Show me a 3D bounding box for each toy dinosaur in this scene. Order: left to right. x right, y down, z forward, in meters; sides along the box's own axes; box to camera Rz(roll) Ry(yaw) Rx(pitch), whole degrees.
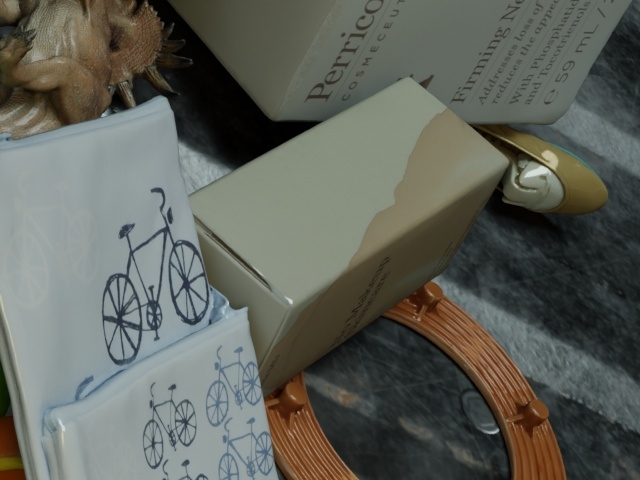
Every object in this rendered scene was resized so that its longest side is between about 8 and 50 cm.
[{"bbox_3d":[-0.202,-0.135,1.499,0.296,0.127,0.200,-65,147,-36],"label":"toy dinosaur"}]

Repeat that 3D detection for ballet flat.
[{"bbox_3d":[0.173,-0.075,1.844,0.232,0.080,0.073,29,45,-4],"label":"ballet flat"}]

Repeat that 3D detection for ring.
[{"bbox_3d":[0.080,0.141,1.555,0.336,0.032,0.336,26,38,-22],"label":"ring"}]

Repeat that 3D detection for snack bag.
[{"bbox_3d":[-0.112,0.080,1.188,0.323,0.037,0.342,-28,107,-70],"label":"snack bag"}]

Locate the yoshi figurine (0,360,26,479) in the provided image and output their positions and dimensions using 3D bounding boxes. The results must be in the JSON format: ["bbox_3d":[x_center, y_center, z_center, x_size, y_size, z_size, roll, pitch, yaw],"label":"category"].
[{"bbox_3d":[-0.199,0.044,1.256,0.203,0.203,0.362,31,32,-39],"label":"yoshi figurine"}]

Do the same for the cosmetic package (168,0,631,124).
[{"bbox_3d":[0.077,-0.327,1.722,0.393,0.329,0.327,-3,43,-43],"label":"cosmetic package"}]

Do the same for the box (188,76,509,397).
[{"bbox_3d":[0.000,0.000,1.479,0.121,0.148,0.311,41,42,15],"label":"box"}]
